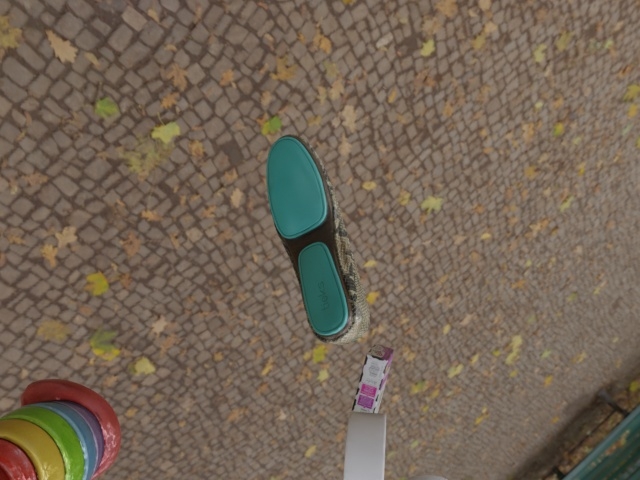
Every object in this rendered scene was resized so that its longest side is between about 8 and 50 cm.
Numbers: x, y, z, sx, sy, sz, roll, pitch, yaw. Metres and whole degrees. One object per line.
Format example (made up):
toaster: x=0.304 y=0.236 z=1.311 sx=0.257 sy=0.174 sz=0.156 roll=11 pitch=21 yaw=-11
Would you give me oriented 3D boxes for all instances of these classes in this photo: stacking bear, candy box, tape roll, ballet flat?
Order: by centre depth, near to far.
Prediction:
stacking bear: x=-0.409 y=0.307 z=0.748 sx=0.164 sy=0.289 sz=0.176 roll=-5 pitch=91 yaw=10
ballet flat: x=0.000 y=0.000 z=1.280 sx=0.163 sy=0.483 sz=0.182 roll=-24 pitch=163 yaw=23
tape roll: x=0.117 y=0.596 z=1.474 sx=0.100 sy=0.286 sz=0.286 roll=2 pitch=132 yaw=7
candy box: x=0.156 y=0.448 z=1.724 sx=0.159 sy=0.071 sz=0.234 roll=-2 pitch=106 yaw=-75

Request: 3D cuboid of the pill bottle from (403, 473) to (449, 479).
pill bottle: x=0.170 y=0.464 z=0.772 sx=0.153 sy=0.265 sz=0.153 roll=-1 pitch=110 yaw=-3
